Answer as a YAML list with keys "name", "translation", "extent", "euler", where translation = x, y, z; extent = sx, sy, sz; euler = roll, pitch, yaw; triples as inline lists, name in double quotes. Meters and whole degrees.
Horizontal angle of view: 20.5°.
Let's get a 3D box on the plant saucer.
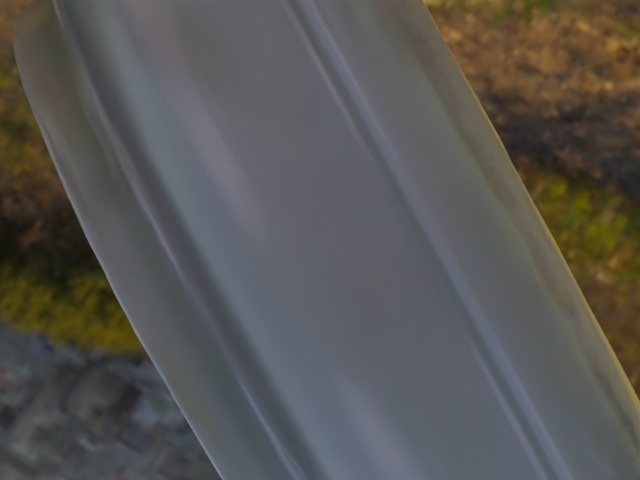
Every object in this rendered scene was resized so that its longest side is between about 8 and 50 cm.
- name: "plant saucer"
  translation: [0.000, 0.000, 0.547]
  extent: [0.400, 0.100, 0.400]
  euler: [62, -178, -3]
